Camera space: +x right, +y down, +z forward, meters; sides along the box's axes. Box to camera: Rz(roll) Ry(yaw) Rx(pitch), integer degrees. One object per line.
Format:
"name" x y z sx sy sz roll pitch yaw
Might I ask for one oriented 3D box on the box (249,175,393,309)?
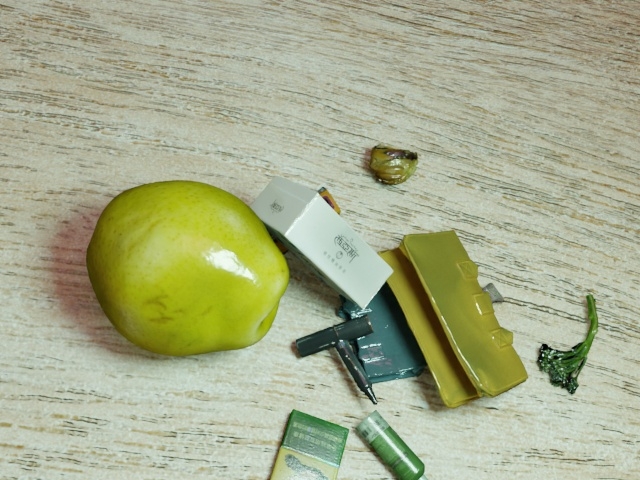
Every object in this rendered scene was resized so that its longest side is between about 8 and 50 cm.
"box" -0.002 0.002 1.672 0.116 0.203 0.274 -50 122 -7

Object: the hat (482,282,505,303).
"hat" 0.416 0.140 1.903 0.087 0.042 0.058 -4 58 -57

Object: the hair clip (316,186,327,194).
"hair clip" -0.049 -0.059 1.892 0.146 0.056 0.187 41 67 9

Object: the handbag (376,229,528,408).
"handbag" 0.304 0.172 1.755 0.283 0.133 0.401 -7 65 -48

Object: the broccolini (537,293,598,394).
"broccolini" 0.604 0.233 1.879 0.123 0.062 0.271 35 62 -11

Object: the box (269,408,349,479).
"box" -0.032 0.476 1.580 0.132 0.034 0.235 20 57 -3

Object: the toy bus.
"toy bus" -0.051 -0.040 1.810 0.194 0.088 0.083 -31 81 -18

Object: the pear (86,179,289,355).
"pear" -0.273 0.061 1.581 0.418 0.362 0.362 22 57 7

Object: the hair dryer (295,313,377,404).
"hair dryer" 0.052 0.277 1.681 0.173 0.050 0.194 -19 68 5

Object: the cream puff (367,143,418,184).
"cream puff" 0.187 -0.194 1.995 0.133 0.119 0.104 5 95 -38

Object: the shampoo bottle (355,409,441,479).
"shampoo bottle" 0.165 0.452 1.629 0.065 0.065 0.204 -35 74 -29

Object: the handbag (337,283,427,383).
"handbag" 0.140 0.206 1.770 0.179 0.062 0.229 -5 61 -18
